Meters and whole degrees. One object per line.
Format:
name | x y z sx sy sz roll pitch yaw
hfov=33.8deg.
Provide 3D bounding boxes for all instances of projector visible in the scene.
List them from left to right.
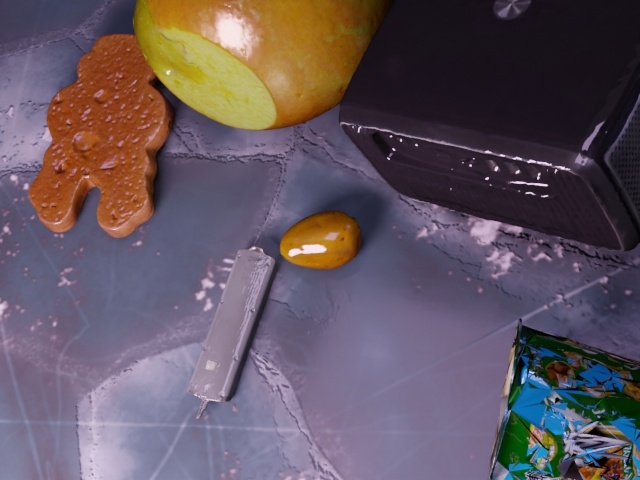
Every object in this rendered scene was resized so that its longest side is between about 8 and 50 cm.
projector | 0.286 -0.224 1.347 0.395 0.242 0.405 17 71 38

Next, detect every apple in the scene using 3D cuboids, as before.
apple | -0.090 -0.344 1.469 0.383 0.374 0.374 -9 66 8

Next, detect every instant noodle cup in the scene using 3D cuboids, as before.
instant noodle cup | 0.295 0.219 1.219 0.178 0.240 0.240 12 70 10

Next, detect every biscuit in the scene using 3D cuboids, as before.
biscuit | -0.325 -0.162 1.601 0.201 0.047 0.334 2 70 12

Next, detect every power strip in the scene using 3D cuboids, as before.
power strip | -0.123 0.127 1.445 0.060 0.027 0.253 14 71 16

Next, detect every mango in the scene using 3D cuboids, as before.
mango | 0.000 0.000 1.455 0.114 0.060 0.080 -21 62 7
